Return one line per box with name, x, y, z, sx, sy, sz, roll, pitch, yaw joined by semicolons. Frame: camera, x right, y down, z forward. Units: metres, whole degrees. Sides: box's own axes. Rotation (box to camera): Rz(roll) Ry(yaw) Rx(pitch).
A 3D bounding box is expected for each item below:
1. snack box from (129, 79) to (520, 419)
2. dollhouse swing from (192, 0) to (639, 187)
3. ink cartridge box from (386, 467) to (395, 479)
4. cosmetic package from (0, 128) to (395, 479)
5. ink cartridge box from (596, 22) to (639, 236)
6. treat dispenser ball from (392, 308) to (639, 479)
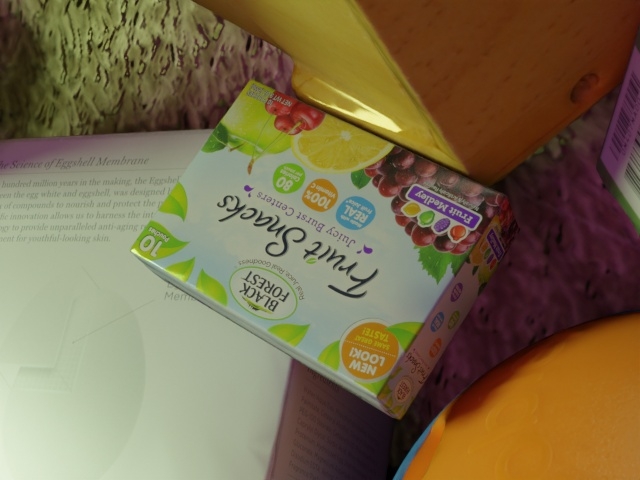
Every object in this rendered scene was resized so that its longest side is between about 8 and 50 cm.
snack box;0.000;0.000;0.519;0.141;0.037;0.100;27;78;29
dollhouse swing;-0.007;-0.242;0.460;0.315;0.347;0.305;-39;51;3
ink cartridge box;0.076;0.228;0.664;0.207;0.097;0.046;46;117;10
cosmetic package;-0.083;0.069;0.627;0.224;0.138;0.224;0;67;26
ink cartridge box;0.232;-0.062;0.495;0.209;0.062;0.109;-6;135;-13
treat dispenser ball;0.158;0.171;0.503;0.288;0.288;0.288;6;104;24
